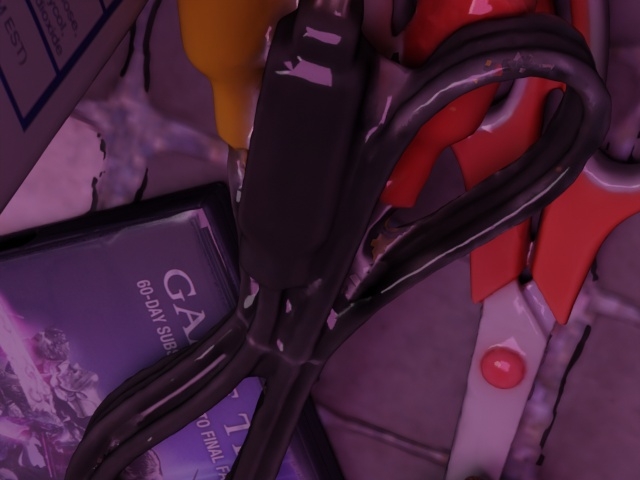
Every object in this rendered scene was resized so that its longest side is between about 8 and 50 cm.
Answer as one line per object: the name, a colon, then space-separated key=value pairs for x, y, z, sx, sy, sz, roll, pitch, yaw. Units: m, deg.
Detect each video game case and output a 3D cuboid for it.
video game case: x=-0.125 y=0.098 z=0.724 sx=0.274 sy=0.026 sz=0.196 roll=-14 pitch=110 yaw=21

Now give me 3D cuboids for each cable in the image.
cable: x=0.000 y=0.000 z=0.612 sx=0.139 sy=0.072 sz=0.287 roll=14 pitch=128 yaw=-3

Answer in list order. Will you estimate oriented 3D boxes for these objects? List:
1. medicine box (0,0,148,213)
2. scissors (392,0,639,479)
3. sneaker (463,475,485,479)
medicine box: x=-0.217 y=-0.038 z=0.481 sx=0.263 sy=0.289 sz=0.149 roll=-16 pitch=113 yaw=19
scissors: x=0.074 y=0.028 z=0.631 sx=0.109 sy=0.021 sz=0.297 roll=5 pitch=115 yaw=15
sneaker: x=0.063 y=0.141 z=0.668 sx=0.067 sy=0.042 sz=0.118 roll=-36 pitch=106 yaw=20
